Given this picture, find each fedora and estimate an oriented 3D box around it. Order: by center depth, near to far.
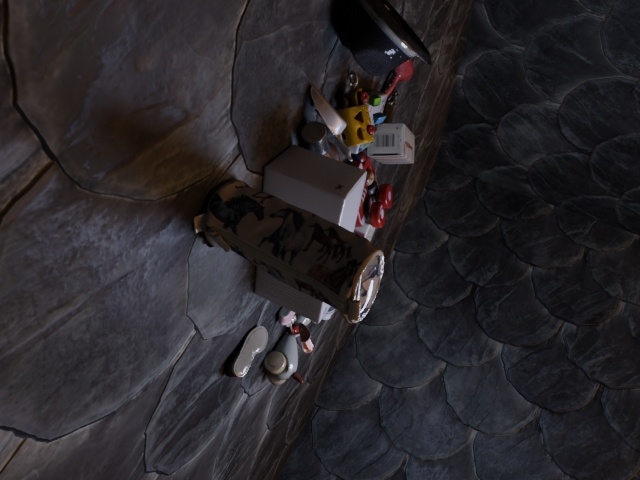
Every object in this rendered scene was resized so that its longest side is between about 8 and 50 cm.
[{"bbox_3d":[0.151,-0.542,1.334,0.152,0.334,0.334,-41,176,25],"label":"fedora"}]

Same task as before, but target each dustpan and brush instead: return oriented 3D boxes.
[{"bbox_3d":[0.038,-0.310,1.357,0.060,0.211,0.147,-41,169,13],"label":"dustpan and brush"}]

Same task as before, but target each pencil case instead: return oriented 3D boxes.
[{"bbox_3d":[-0.059,0.019,1.042,0.183,0.410,0.160,-44,151,-40],"label":"pencil case"}]

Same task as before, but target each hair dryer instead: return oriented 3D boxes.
[{"bbox_3d":[0.294,-0.611,1.930,0.223,0.080,0.293,-52,158,-42],"label":"hair dryer"}]

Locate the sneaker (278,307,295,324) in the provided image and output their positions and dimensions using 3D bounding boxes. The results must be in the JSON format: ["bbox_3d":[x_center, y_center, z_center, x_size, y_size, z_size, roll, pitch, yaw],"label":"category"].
[{"bbox_3d":[-0.115,0.263,1.854,0.134,0.051,0.070,-45,155,-46],"label":"sneaker"}]

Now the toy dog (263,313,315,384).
[{"bbox_3d":[-0.089,0.425,1.952,0.333,0.161,0.220,-65,164,-7],"label":"toy dog"}]

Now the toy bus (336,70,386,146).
[{"bbox_3d":[0.088,-0.379,1.518,0.104,0.202,0.191,-19,146,-28],"label":"toy bus"}]

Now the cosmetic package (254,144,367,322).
[{"bbox_3d":[-0.040,-0.009,1.399,0.161,0.230,0.453,-50,158,-47],"label":"cosmetic package"}]

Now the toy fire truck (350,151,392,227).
[{"bbox_3d":[0.163,-0.201,1.931,0.302,0.169,0.254,-64,148,-44],"label":"toy fire truck"}]

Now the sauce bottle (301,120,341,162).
[{"bbox_3d":[0.010,-0.223,1.473,0.111,0.111,0.344,-62,163,-17],"label":"sauce bottle"}]

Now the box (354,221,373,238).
[{"bbox_3d":[0.134,0.017,2.183,0.232,0.127,0.148,-69,164,6],"label":"box"}]

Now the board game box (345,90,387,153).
[{"bbox_3d":[0.163,-0.422,1.752,0.305,0.053,0.193,-47,156,-66],"label":"board game box"}]

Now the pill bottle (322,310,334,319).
[{"bbox_3d":[0.031,0.289,2.296,0.086,0.086,0.152,-45,154,-53],"label":"pill bottle"}]

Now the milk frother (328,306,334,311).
[{"bbox_3d":[0.011,0.238,2.065,0.129,0.135,0.143,-41,160,0],"label":"milk frother"}]

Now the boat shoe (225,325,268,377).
[{"bbox_3d":[-0.239,0.353,1.592,0.065,0.075,0.206,-25,-159,38],"label":"boat shoe"}]

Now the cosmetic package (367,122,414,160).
[{"bbox_3d":[0.294,-0.392,2.046,0.296,0.153,0.129,-10,100,-70],"label":"cosmetic package"}]
